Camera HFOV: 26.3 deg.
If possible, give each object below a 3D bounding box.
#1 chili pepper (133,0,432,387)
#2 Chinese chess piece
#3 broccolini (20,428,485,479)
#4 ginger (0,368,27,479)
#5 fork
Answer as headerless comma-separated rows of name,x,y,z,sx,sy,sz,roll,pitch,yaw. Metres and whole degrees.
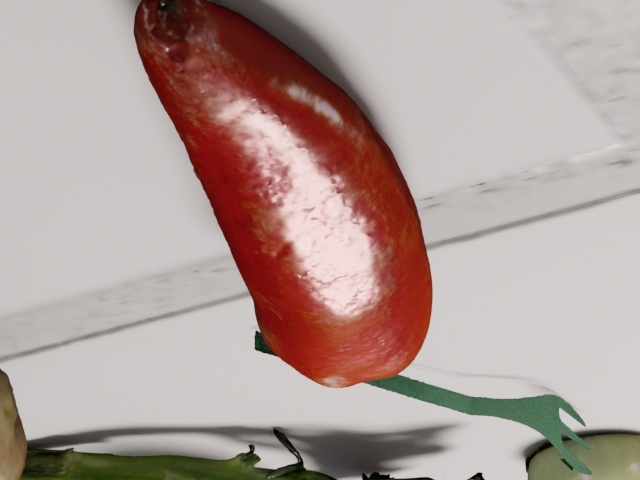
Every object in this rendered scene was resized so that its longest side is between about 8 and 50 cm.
chili pepper,0.000,0.000,0.477,0.071,0.063,0.272,-18,151,4
Chinese chess piece,0.167,0.142,0.830,0.084,0.034,0.084,-4,155,-2
broccolini,-0.045,0.145,0.808,0.272,0.062,0.123,7,149,-5
ginger,-0.284,0.098,0.572,0.304,0.155,0.244,7,148,-38
fork,0.066,0.079,0.684,0.235,0.039,0.021,21,142,-36
